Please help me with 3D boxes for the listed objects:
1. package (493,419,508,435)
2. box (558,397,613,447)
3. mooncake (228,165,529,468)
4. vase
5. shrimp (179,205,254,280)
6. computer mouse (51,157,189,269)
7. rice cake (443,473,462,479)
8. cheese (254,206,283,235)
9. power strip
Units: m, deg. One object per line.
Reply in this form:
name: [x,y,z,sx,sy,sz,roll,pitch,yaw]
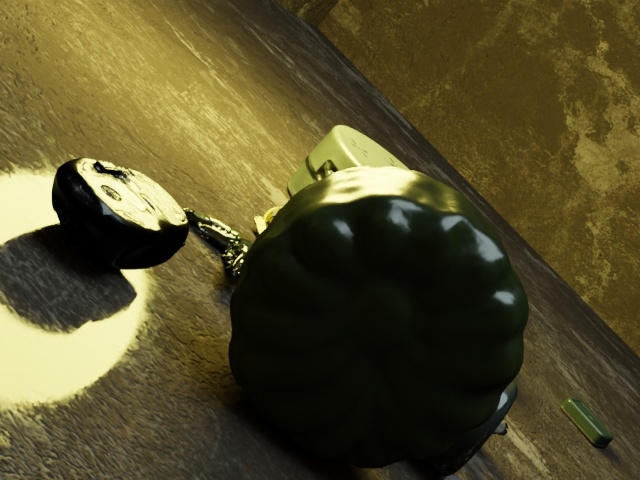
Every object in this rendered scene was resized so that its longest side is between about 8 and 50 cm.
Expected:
package: [0.183,0.234,1.820,0.269,0.071,0.194,35,8,28]
box: [0.584,0.397,2.431,0.126,0.031,0.091,50,16,31]
mooncake: [0.067,0.094,1.335,0.356,0.356,0.194,38,18,-15]
vase: [0.112,0.176,1.605,0.321,0.173,0.173,40,15,5]
shrimp: [-0.153,0.001,1.641,0.150,0.051,0.217,36,8,-12]
computer mouse: [-0.252,-0.025,1.362,0.137,0.096,0.233,52,13,16]
rice cake: [0.213,0.412,1.406,0.081,0.051,0.290,35,17,-26]
cheese: [0.000,0.000,1.922,0.250,0.064,0.156,15,36,-30]
power strip: [0.097,-0.074,2.263,0.357,0.161,0.357,38,16,-13]
